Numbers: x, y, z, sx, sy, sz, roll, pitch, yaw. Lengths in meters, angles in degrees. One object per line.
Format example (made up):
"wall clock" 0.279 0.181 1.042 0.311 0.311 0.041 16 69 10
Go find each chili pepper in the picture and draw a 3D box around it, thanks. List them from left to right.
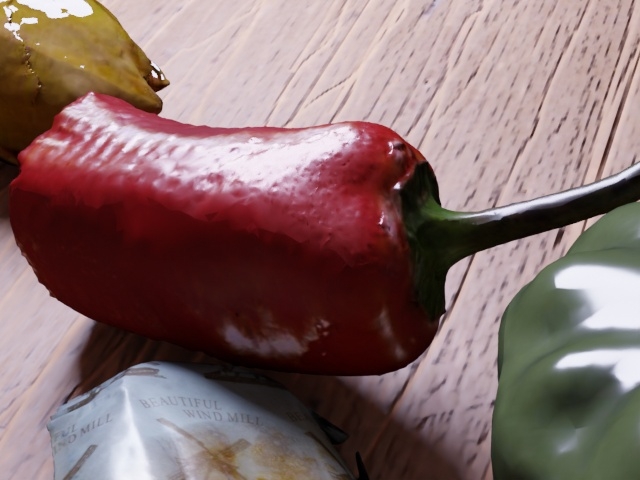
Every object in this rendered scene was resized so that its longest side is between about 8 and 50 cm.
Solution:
"chili pepper" -0.001 0.005 0.587 0.338 0.134 0.131 9 23 29

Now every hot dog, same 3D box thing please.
"hot dog" -0.037 0.144 0.496 0.163 0.082 0.270 11 24 -23

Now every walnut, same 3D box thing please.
"walnut" -0.208 -0.121 0.782 0.245 0.137 0.137 27 51 25

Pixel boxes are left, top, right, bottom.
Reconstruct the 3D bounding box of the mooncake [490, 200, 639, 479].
"mooncake" 0.238 0.079 0.435 0.351 0.187 0.351 -12 26 6
